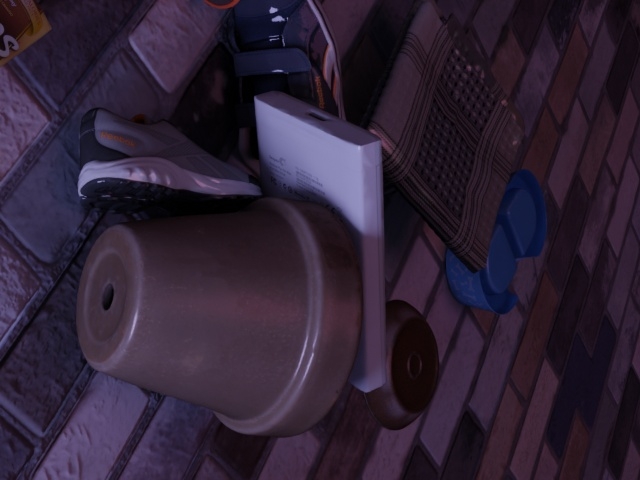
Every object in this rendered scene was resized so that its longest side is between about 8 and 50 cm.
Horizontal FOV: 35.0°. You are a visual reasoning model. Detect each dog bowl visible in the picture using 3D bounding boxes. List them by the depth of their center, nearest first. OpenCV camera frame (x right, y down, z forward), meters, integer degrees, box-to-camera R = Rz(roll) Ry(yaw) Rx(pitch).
[{"bbox_3d":[0.304,0.000,1.755,0.297,0.074,0.166,-55,130,-40],"label":"dog bowl"}]

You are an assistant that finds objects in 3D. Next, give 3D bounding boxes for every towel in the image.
[{"bbox_3d":[0.195,-0.164,1.485,0.312,0.056,0.324,45,50,-30],"label":"towel"}]

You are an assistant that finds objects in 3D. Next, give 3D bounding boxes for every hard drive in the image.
[{"bbox_3d":[0.000,0.000,1.175,0.040,0.203,0.307,-21,123,-30],"label":"hard drive"}]

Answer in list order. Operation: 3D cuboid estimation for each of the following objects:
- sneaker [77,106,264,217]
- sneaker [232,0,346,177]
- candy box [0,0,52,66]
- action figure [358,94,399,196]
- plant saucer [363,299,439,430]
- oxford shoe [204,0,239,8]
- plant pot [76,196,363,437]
[{"bbox_3d":[-0.157,-0.081,1.120,0.271,0.100,0.108,13,61,-57],"label":"sneaker"},{"bbox_3d":[-0.041,-0.177,1.255,0.127,0.126,0.321,-48,127,-50],"label":"sneaker"},{"bbox_3d":[-0.340,-0.192,0.914,0.187,0.053,0.109,-54,128,-42],"label":"candy box"},{"bbox_3d":[0.145,-0.144,1.538,0.285,0.099,0.185,26,74,-46],"label":"action figure"},{"bbox_3d":[0.130,0.189,1.541,0.198,0.036,0.198,6,82,-53],"label":"plant saucer"},{"bbox_3d":[-0.137,-0.406,1.169,0.098,0.097,0.271,-46,124,-52],"label":"oxford shoe"},{"bbox_3d":[-0.119,0.071,1.060,0.229,0.263,0.263,11,79,-36],"label":"plant pot"}]
